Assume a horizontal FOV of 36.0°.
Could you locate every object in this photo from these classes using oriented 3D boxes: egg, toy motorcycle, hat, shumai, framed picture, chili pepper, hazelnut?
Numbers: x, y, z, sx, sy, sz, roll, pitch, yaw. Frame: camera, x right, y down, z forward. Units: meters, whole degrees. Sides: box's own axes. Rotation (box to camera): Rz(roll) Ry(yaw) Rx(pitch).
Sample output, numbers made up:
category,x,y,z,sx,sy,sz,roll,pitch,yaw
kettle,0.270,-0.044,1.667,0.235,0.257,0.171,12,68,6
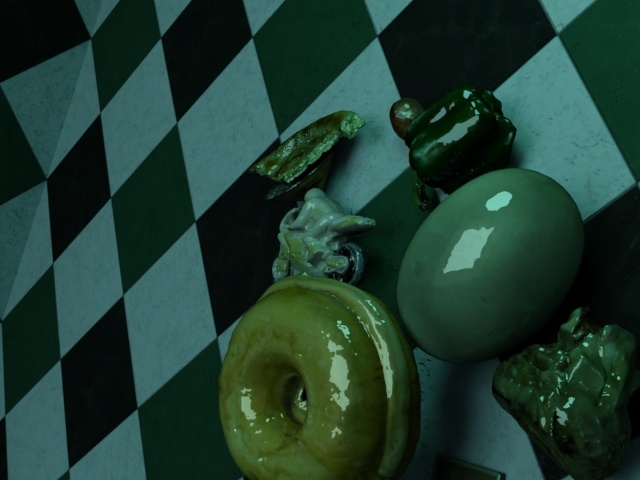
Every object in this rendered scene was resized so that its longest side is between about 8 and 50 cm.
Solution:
category,x,y,z,sx,sy,sz,roll,pitch,yaw
egg,0.269,0.043,1.587,0.352,0.258,0.258,-51,43,28
toy motorcycle,0.000,0.000,2.044,0.341,0.108,0.223,1,82,57
hat,-0.024,-0.119,2.149,0.193,0.082,0.193,-36,13,10
shumai,0.388,0.224,1.468,0.218,0.189,0.256,-51,24,-2
framed picture,0.230,0.473,1.652,0.150,0.015,0.203,4,79,51
chili pepper,0.232,-0.158,1.789,0.261,0.165,0.174,-44,58,33
hazelnut,0.174,-0.241,1.963,0.086,0.086,0.086,-22,59,44

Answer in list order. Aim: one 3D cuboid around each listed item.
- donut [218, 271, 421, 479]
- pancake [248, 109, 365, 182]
category,x,y,z,sx,sy,sz,roll,pitch,yaw
donut,-0.007,0.262,1.699,0.449,0.198,0.449,-3,87,50
pancake,-0.039,-0.200,2.144,0.376,0.054,0.197,-27,27,44
